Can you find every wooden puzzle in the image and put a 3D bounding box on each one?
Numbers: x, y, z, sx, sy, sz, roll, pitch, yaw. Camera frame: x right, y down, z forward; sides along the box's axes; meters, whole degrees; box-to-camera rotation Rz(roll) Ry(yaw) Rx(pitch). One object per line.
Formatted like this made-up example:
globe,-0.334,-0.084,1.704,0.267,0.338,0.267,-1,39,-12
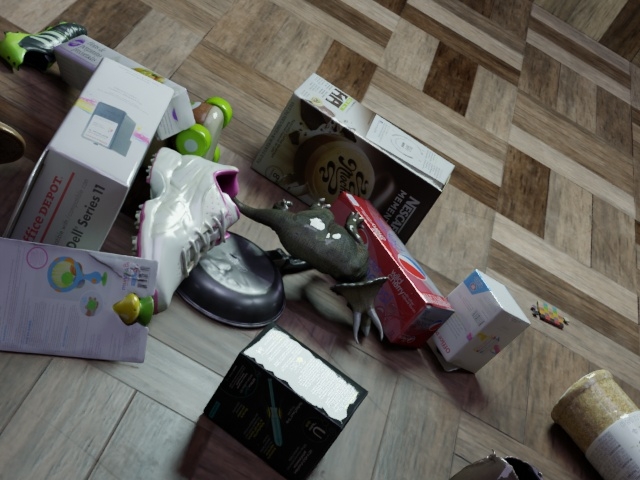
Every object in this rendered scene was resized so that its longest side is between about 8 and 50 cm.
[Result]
wooden puzzle,0.414,0.133,2.291,0.083,0.006,0.049,25,31,-13

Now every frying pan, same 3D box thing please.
frying pan,-0.082,0.055,1.911,0.326,0.053,0.197,6,40,-32

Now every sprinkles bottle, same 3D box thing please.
sprinkles bottle,0.505,0.362,1.935,0.121,0.121,0.355,-4,46,-46

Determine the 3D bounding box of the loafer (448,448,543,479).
loafer,0.242,0.348,1.585,0.134,0.130,0.366,46,2,24

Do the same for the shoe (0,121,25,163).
shoe,-0.521,-0.168,1.789,0.219,0.076,0.058,17,39,-22

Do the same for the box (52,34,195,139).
box,-0.309,-0.242,1.974,0.063,0.067,0.324,-29,37,-26

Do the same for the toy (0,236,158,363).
toy,-0.328,0.076,1.609,0.237,0.137,0.056,9,-2,-30

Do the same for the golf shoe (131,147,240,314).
golf shoe,-0.188,-0.019,1.792,0.140,0.115,0.306,5,45,1

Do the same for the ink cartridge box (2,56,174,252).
ink cartridge box,-0.320,-0.073,1.709,0.119,0.207,0.353,27,32,-9

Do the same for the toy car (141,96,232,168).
toy car,-0.255,-0.167,1.987,0.188,0.149,0.155,20,27,2

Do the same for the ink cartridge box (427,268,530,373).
ink cartridge box,0.238,0.135,2.008,0.090,0.143,0.092,26,26,-47

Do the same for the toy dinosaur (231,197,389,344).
toy dinosaur,0.000,0.000,1.925,0.313,0.121,0.160,44,11,-19

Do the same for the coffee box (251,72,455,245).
coffee box,0.057,-0.126,2.175,0.297,0.168,0.119,33,30,1

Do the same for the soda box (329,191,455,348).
soda box,0.095,0.046,2.026,0.083,0.092,0.263,18,30,-51

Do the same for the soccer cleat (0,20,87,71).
soccer cleat,-0.449,-0.316,2.095,0.179,0.060,0.072,-23,70,-47

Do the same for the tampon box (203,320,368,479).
tampon box,-0.044,0.209,1.644,0.161,0.120,0.101,37,31,6
